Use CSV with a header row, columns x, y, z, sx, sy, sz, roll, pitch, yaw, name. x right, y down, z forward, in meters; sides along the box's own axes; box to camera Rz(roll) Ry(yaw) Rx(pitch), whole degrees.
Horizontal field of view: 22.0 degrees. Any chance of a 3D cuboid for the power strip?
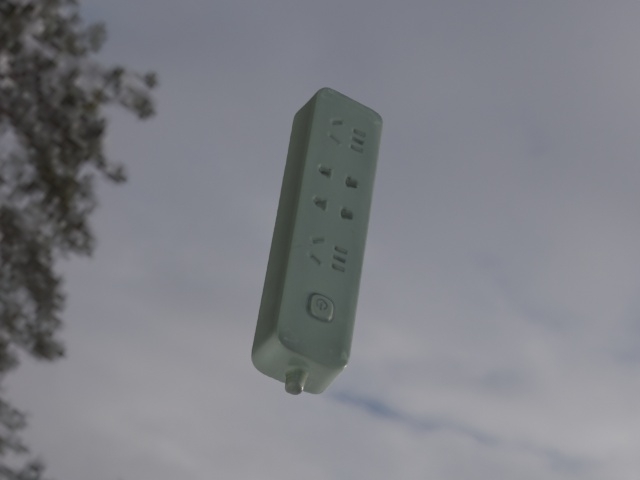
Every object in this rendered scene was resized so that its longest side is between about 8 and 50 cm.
x,y,z,sx,sy,sz,roll,pitch,yaw,name
0.000,0.000,1.717,0.091,0.385,0.062,25,-43,-18,power strip
